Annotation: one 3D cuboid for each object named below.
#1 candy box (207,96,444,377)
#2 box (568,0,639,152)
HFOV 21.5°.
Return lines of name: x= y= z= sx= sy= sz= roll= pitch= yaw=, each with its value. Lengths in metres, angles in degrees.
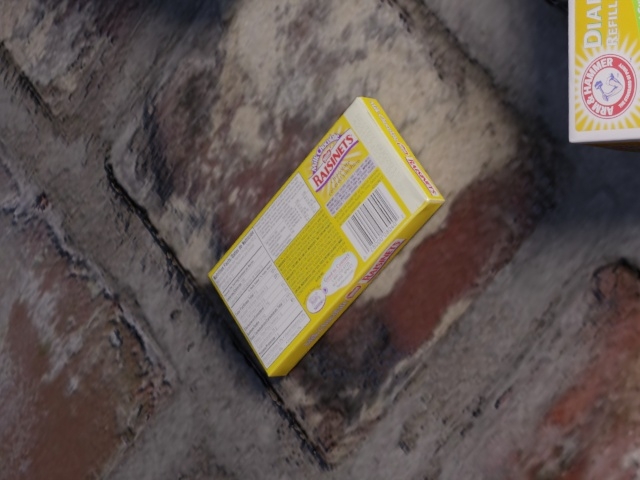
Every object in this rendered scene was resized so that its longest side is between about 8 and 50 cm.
candy box: x=0.000 y=0.000 z=1.271 sx=0.206 sy=0.027 sz=0.105 roll=-48 pitch=57 yaw=30
box: x=0.223 y=-0.157 z=1.025 sx=0.114 sy=0.103 sz=0.203 roll=-2 pitch=88 yaw=41
